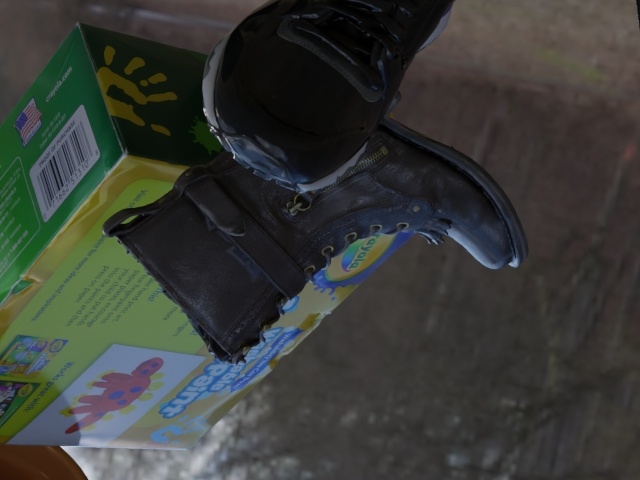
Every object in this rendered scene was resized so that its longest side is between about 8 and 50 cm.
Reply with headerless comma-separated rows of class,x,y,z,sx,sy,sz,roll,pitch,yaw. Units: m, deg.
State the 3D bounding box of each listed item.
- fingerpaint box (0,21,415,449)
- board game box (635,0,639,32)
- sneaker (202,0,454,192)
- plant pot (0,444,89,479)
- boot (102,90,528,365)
fingerpaint box,-0.174,0.021,1.487,0.371,0.445,0.163,9,-132,-41
board game box,0.338,-0.151,1.156,0.186,0.126,0.026,-9,170,23
sneaker,0.026,-0.146,0.891,0.107,0.124,0.283,35,-137,-2
plant pot,-0.387,0.354,1.616,0.291,0.203,0.290,10,-129,-13
boot,0.000,0.000,1.112,0.263,0.229,0.091,41,176,-19
